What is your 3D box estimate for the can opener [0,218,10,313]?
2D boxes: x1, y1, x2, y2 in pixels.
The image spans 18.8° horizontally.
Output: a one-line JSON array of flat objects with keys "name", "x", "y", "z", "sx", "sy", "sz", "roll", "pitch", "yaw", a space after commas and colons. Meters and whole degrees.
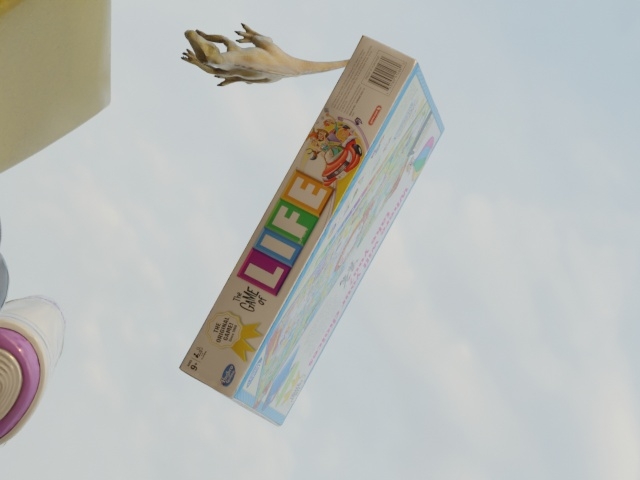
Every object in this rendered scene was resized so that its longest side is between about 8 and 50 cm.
[{"name": "can opener", "x": -0.222, "y": -0.037, "z": 0.554, "sx": 0.280, "sy": 0.093, "sz": 0.074, "roll": 26, "pitch": -21, "yaw": 5}]

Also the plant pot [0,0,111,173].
[{"name": "plant pot", "x": -0.260, "y": -0.130, "z": 1.102, "sx": 0.212, "sy": 0.187, "sz": 0.212, "roll": 39, "pitch": -24, "yaw": 12}]

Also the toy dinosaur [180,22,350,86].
[{"name": "toy dinosaur", "x": -0.044, "y": -0.141, "z": 1.544, "sx": 0.093, "sy": 0.183, "sz": 0.053, "roll": 23, "pitch": -73, "yaw": 51}]

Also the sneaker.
[{"name": "sneaker", "x": -0.312, "y": 0.164, "z": 1.619, "sx": 0.114, "sy": 0.152, "sz": 0.305, "roll": 44, "pitch": -70, "yaw": -7}]

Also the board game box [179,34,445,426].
[{"name": "board game box", "x": 0.000, "y": 0.000, "z": 0.811, "sx": 0.026, "sy": 0.154, "sz": 0.103, "roll": 27, "pitch": -7, "yaw": 14}]
